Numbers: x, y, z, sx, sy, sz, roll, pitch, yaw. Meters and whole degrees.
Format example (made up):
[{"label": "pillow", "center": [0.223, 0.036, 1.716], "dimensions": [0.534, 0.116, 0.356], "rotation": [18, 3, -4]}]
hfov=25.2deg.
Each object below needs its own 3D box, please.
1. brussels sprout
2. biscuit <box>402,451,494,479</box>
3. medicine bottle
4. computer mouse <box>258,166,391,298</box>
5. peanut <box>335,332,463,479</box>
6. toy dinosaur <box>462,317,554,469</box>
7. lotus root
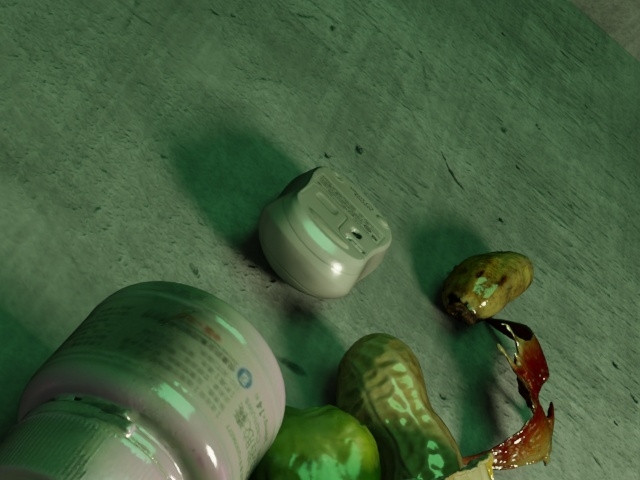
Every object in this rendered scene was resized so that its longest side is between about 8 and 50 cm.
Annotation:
[{"label": "brussels sprout", "center": [-0.010, 0.291, 1.637], "dimensions": [0.161, 0.223, 0.223], "rotation": [-4, 41, 3]}, {"label": "biscuit", "center": [0.161, 0.453, 1.610], "dimensions": [0.429, 0.104, 0.446], "rotation": [-14, 88, -71]}, {"label": "medicine bottle", "center": [-0.196, 0.210, 1.453], "dimensions": [0.241, 0.241, 0.302], "rotation": [43, 41, -5]}, {"label": "computer mouse", "center": [0.000, 0.000, 2.045], "dimensions": [0.184, 0.121, 0.297], "rotation": [42, 18, -3]}, {"label": "peanut", "center": [0.102, 0.255, 1.871], "dimensions": [0.136, 0.120, 0.298], "rotation": [-10, 59, -26]}, {"label": "toy dinosaur", "center": [0.283, 0.218, 2.165], "dimensions": [0.206, 0.113, 0.327], "rotation": [49, 31, -49]}, {"label": "lotus root", "center": [0.269, 0.064, 2.298], "dimensions": [0.258, 0.110, 0.097], "rotation": [-26, 117, -60]}]
